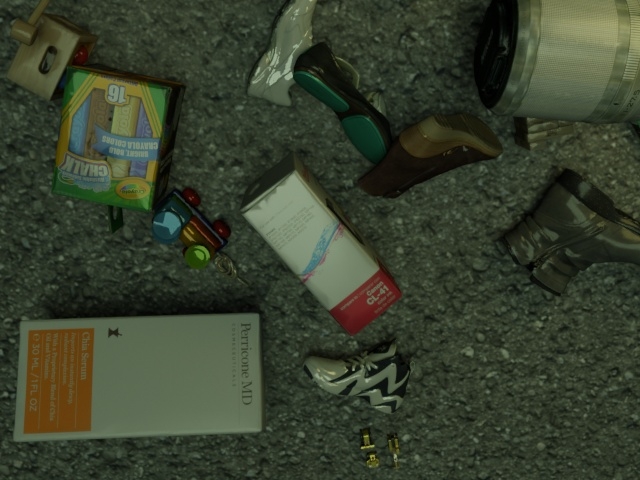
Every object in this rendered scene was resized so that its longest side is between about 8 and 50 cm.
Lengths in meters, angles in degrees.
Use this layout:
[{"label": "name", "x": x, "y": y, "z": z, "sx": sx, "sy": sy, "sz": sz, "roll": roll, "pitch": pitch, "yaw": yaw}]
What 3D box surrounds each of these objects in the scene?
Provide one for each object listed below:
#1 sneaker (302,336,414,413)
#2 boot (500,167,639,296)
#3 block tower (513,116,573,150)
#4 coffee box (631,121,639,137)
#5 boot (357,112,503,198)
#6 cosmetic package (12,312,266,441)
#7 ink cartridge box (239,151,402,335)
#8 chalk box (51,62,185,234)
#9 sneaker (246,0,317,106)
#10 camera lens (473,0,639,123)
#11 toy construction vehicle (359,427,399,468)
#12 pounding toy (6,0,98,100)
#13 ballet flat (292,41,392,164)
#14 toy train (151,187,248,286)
[{"label": "sneaker", "x": 0.092, "y": 0.253, "z": 1.472, "sx": 0.235, "sy": 0.094, "sz": 0.153, "roll": 26, "pitch": 101, "yaw": -9}, {"label": "boot", "x": 0.548, "y": 0.032, "z": 1.433, "sx": 0.338, "sy": 0.118, "sz": 0.222, "roll": 38, "pitch": 104, "yaw": 0}, {"label": "block tower", "x": 0.397, "y": -0.345, "z": 1.321, "sx": 0.097, "sy": 0.091, "sz": 0.335, "roll": -12, "pitch": 106, "yaw": 1}, {"label": "coffee box", "x": 0.680, "y": -0.233, "z": 1.391, "sx": 0.113, "sy": 0.040, "sz": 0.184, "roll": -36, "pitch": 104, "yaw": 8}, {"label": "boot", "x": 0.213, "y": -0.155, "z": 1.366, "sx": 0.248, "sy": 0.090, "sz": 0.207, "roll": 5, "pitch": 145, "yaw": -42}, {"label": "cosmetic package", "x": -0.338, "y": 0.266, "z": 1.379, "sx": 0.454, "sy": 0.161, "sz": 0.230, "roll": -2, "pitch": 77, "yaw": -3}, {"label": "ink cartridge box", "x": 0.000, "y": 0.000, "z": 1.329, "sx": 0.131, "sy": 0.226, "sz": 0.306, "roll": -37, "pitch": 104, "yaw": 7}, {"label": "chalk box", "x": -0.369, "y": -0.160, "z": 1.292, "sx": 0.179, "sy": 0.180, "sz": 0.288, "roll": 12, "pitch": 103, "yaw": -6}, {"label": "sneaker", "x": -0.045, "y": -0.355, "z": 1.309, "sx": 0.115, "sy": 0.090, "sz": 0.232, "roll": 23, "pitch": 112, "yaw": -15}, {"label": "camera lens", "x": 0.408, "y": -0.309, "z": 1.171, "sx": 0.274, "sy": 0.219, "sz": 0.219, "roll": 4, "pitch": 105, "yaw": -4}, {"label": "toy construction vehicle", "x": 0.132, "y": 0.463, "z": 1.561, "sx": 0.086, "sy": 0.035, "sz": 0.098, "roll": -6, "pitch": 106, "yaw": -1}, {"label": "pounding toy", "x": -0.457, "y": -0.339, "z": 1.224, "sx": 0.094, "sy": 0.206, "sz": 0.181, "roll": 29, "pitch": 102, "yaw": -10}, {"label": "ballet flat", "x": 0.065, "y": -0.258, "z": 1.315, "sx": 0.280, "sy": 0.095, "sz": 0.096, "roll": 44, "pitch": 67, "yaw": -36}, {"label": "toy train", "x": -0.223, "y": 0.020, "z": 1.366, "sx": 0.105, "sy": 0.143, "sz": 0.248, "roll": -40, "pitch": 103, "yaw": 9}]
